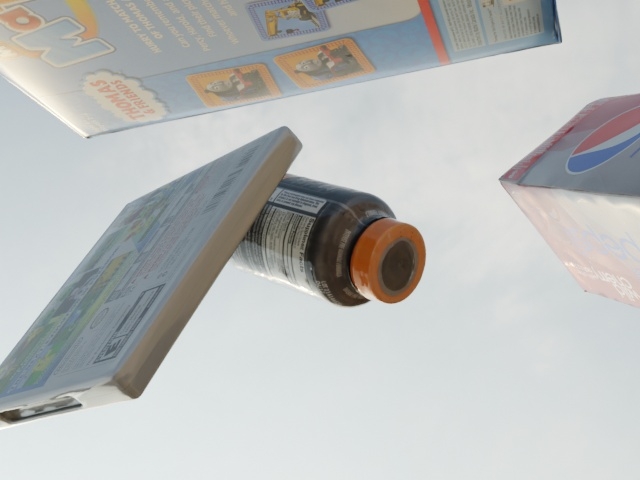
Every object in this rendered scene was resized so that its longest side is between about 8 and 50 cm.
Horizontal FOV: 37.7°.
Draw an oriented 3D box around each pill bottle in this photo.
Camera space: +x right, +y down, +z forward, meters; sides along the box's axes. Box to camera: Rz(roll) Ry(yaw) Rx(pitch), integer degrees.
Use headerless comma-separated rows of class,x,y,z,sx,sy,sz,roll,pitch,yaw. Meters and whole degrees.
pill bottle,0.000,0.000,1.047,0.130,0.246,0.130,-15,-67,-41

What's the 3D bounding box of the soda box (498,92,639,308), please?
soda box,0.183,-0.015,0.435,0.083,0.263,0.092,-41,-79,-3

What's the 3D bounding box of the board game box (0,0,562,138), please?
board game box,-0.029,-0.099,0.328,0.212,0.039,0.160,-10,-19,14

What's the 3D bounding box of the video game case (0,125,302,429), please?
video game case,-0.188,0.041,0.938,0.036,0.300,0.329,48,-131,-22
